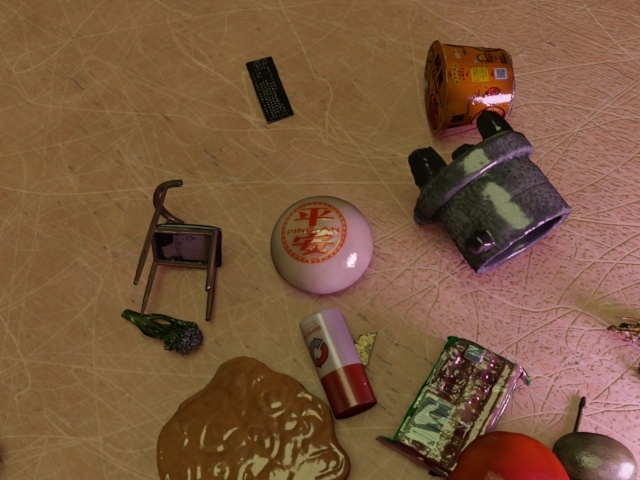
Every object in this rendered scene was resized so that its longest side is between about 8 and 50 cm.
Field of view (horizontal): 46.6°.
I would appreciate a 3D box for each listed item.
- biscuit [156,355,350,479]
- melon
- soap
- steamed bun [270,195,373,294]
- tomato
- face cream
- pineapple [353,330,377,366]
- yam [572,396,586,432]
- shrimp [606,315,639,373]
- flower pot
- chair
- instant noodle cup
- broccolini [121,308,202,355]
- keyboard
[{"bbox_3d":[-0.142,0.439,1.498,0.385,0.062,0.365,36,74,25],"label":"biscuit"},{"bbox_3d":[0.517,0.425,1.422,0.168,0.114,0.114,8,68,3],"label":"melon"},{"bbox_3d":[0.270,0.336,1.496,0.218,0.098,0.273,28,72,16],"label":"soap"},{"bbox_3d":[0.000,0.000,1.643,0.232,0.145,0.231,-2,67,5],"label":"steamed bun"},{"bbox_3d":[0.339,0.477,1.349,0.260,0.259,0.180,-47,36,-13],"label":"tomato"},{"bbox_3d":[0.036,0.256,1.556,0.096,0.096,0.214,-21,66,-3],"label":"face cream"},{"bbox_3d":[0.091,0.231,1.604,0.045,0.019,0.083,15,68,6],"label":"pineapple"},{"bbox_3d":[0.522,0.366,1.501,0.014,0.014,0.107,16,69,13],"label":"yam"},{"bbox_3d":[0.701,0.236,1.513,0.249,0.068,0.150,30,78,12],"label":"shrimp"},{"bbox_3d":[0.338,-0.094,1.588,0.299,0.299,0.282,-30,76,-7],"label":"flower pot"},{"bbox_3d":[-0.301,0.017,1.638,0.167,0.188,0.272,5,60,-5],"label":"chair"},{"bbox_3d":[0.345,-0.360,1.737,0.173,0.215,0.215,-3,66,-5],"label":"instant noodle cup"},{"bbox_3d":[-0.352,0.199,1.659,0.203,0.068,0.091,17,56,29],"label":"broccolini"},{"bbox_3d":[-0.131,-0.388,1.895,0.074,0.015,0.196,-19,67,-2],"label":"keyboard"}]
